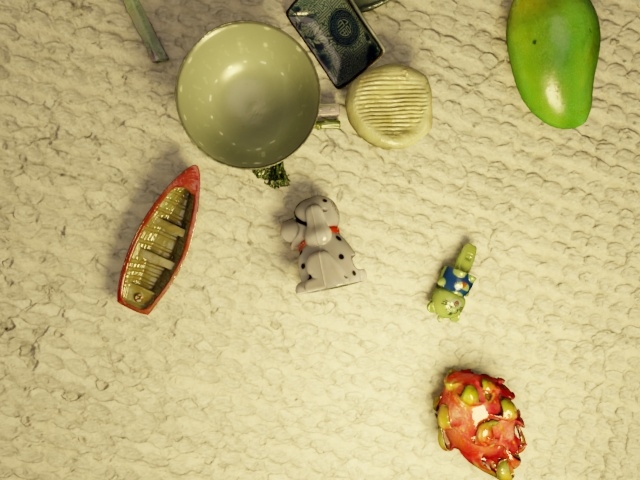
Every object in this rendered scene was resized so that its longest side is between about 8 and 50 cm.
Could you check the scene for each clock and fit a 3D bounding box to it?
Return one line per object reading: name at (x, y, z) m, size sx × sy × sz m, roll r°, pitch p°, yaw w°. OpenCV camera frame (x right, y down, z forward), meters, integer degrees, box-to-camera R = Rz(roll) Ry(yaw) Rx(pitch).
clock at (-0.002, 0.003, 1.337) m, size 0.188 × 0.189 × 0.254 m, roll -16°, pitch 83°, yaw -6°

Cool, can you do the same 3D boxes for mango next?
mango at (0.605, -0.474, 1.357) m, size 0.225 × 0.201 × 0.382 m, roll -21°, pitch 99°, yaw -15°

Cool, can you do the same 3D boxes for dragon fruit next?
dragon fruit at (0.434, 0.477, 1.388) m, size 0.307 × 0.227 × 0.243 m, roll 28°, pitch 95°, yaw -11°

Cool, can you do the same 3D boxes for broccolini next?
broccolini at (-0.054, -0.225, 1.366) m, size 0.271 × 0.062 × 0.123 m, roll -29°, pitch 106°, yaw -7°

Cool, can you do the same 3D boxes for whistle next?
whistle at (0.366, 0.116, 1.423) m, size 0.105 × 0.085 × 0.228 m, roll 24°, pitch 90°, yaw -17°

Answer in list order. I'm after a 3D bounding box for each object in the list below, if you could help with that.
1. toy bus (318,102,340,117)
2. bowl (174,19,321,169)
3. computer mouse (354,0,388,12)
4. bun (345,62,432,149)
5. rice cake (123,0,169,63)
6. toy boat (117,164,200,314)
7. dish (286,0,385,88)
toy bus at (-0.015, -0.334, 1.359) m, size 0.130 × 0.052 × 0.037 m, roll -3°, pitch 97°, yaw -7°
bowl at (-0.166, -0.334, 1.280) m, size 0.336 × 0.157 × 0.338 m, roll 0°, pitch 93°, yaw -1°
computer mouse at (0.172, -0.721, 1.326) m, size 0.373 × 0.114 × 0.203 m, roll -36°, pitch 98°, yaw -3°
bun at (0.173, -0.330, 1.343) m, size 0.230 × 0.133 × 0.231 m, roll 0°, pitch 89°, yaw -4°
rice cake at (-0.438, -0.536, 1.299) m, size 0.043 × 0.034 × 0.211 m, roll -27°, pitch 97°, yaw -8°
toy boat at (-0.386, -0.007, 1.321) m, size 0.136 × 0.079 × 0.393 m, roll 25°, pitch 92°, yaw -6°
dish at (0.050, -0.531, 1.324) m, size 0.243 × 0.181 × 0.080 m, roll 53°, pitch 48°, yaw -9°
